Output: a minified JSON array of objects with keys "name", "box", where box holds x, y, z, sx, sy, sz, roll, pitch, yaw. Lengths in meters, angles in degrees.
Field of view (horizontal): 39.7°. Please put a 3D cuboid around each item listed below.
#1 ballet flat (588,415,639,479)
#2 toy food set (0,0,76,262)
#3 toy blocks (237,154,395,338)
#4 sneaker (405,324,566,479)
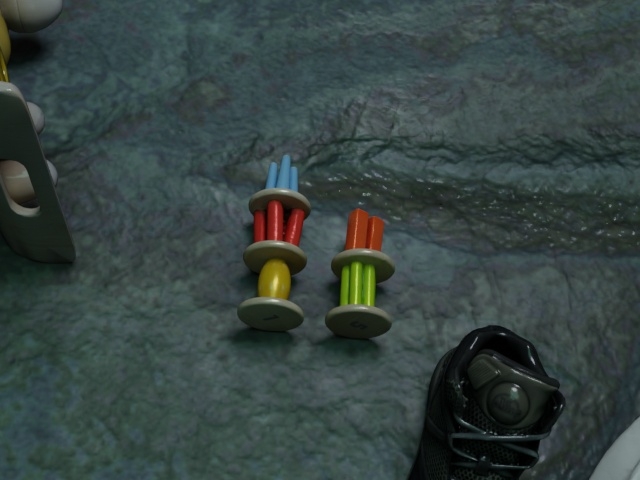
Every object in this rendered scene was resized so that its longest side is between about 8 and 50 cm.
[{"name":"ballet flat","box":[0.305,0.144,0.627,0.139,0.139,0.400,41,65,17]},{"name":"toy food set","box":[-0.245,-0.162,0.696,0.092,0.219,0.306,-13,62,-12]},{"name":"toy blocks","box":[0.000,0.000,0.723,0.123,0.054,0.148,5,60,-2]},{"name":"sneaker","box":[0.104,0.159,0.602,0.087,0.130,0.227,15,63,5]}]
